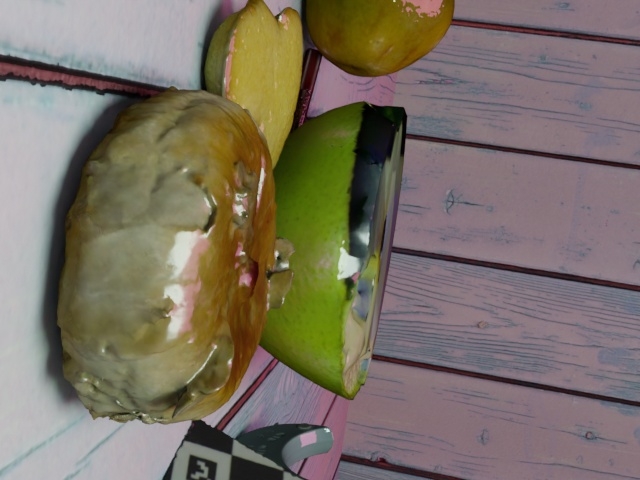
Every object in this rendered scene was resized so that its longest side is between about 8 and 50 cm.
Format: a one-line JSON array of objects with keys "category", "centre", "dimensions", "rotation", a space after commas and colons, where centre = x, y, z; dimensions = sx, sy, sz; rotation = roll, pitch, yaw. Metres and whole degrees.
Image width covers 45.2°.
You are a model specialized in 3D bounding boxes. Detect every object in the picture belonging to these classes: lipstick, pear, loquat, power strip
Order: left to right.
[{"category": "power strip", "centre": [-0.055, 0.296, 1.049], "dimensions": [0.216, 0.137, 0.044], "rotation": [-60, 151, -79]}, {"category": "lipstick", "centre": [-0.027, -0.188, 1.092], "dimensions": [0.027, 0.027, 0.177], "rotation": [65, 36, -75]}, {"category": "pear", "centre": [-0.004, 0.003, 0.976], "dimensions": [0.399, 0.165, 0.399], "rotation": [9, 90, -81]}, {"category": "loquat", "centre": [0.076, -0.322, 1.079], "dimensions": [0.246, 0.213, 0.214], "rotation": [104, 0, -62]}]

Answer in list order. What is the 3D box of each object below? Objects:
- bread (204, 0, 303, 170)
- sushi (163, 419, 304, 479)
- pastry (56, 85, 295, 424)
[{"category": "bread", "centre": [-0.076, -0.140, 0.743], "dimensions": [0.149, 0.065, 0.188], "rotation": [-19, 122, -68]}, {"category": "sushi", "centre": [-0.016, 0.332, 0.704], "dimensions": [0.069, 0.339, 0.320], "rotation": [-57, -177, 32]}, {"category": "pastry", "centre": [-0.093, 0.012, 0.565], "dimensions": [0.236, 0.120, 0.257], "rotation": [79, 21, -64]}]
